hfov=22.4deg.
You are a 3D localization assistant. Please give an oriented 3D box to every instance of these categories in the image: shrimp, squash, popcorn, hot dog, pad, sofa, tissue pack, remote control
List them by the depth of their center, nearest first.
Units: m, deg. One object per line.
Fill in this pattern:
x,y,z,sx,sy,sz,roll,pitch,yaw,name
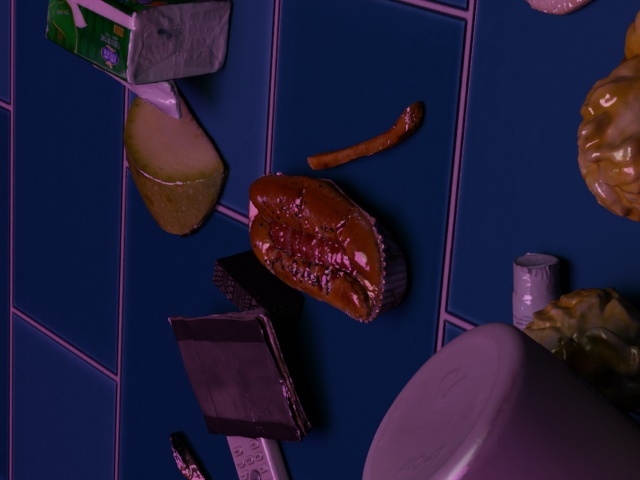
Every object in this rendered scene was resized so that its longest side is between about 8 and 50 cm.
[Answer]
0.299,-0.110,1.400,0.173,0.168,0.195,76,-175,-76,popcorn
0.252,0.109,1.532,0.141,0.162,0.135,-2,71,18,popcorn
0.000,0.000,1.887,0.268,0.075,0.144,29,123,49,hot dog
-0.079,0.062,2.016,0.118,0.060,0.039,42,137,38,sofa
-0.107,0.170,2.039,0.233,0.022,0.174,-5,106,54,pad
-0.237,-0.258,2.072,0.209,0.148,0.156,32,122,44,tissue pack
-0.077,0.297,2.097,0.087,0.029,0.190,-29,75,51,remote control
-0.222,-0.091,2.146,0.192,0.085,0.184,56,136,30,squash
-0.232,0.357,2.308,0.262,0.051,0.198,14,102,47,shrimp

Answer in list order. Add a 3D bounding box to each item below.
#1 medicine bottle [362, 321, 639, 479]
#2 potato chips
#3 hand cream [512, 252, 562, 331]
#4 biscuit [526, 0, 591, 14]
0.223,0.247,1.425,0.339,0.208,0.208,38,145,-17,medicine bottle
0.050,-0.110,1.835,0.204,0.026,0.037,-24,77,53,potato chips
0.222,0.116,1.649,0.078,0.050,0.205,15,114,50,hand cream
0.228,-0.291,1.562,0.152,0.020,0.152,17,112,49,biscuit
